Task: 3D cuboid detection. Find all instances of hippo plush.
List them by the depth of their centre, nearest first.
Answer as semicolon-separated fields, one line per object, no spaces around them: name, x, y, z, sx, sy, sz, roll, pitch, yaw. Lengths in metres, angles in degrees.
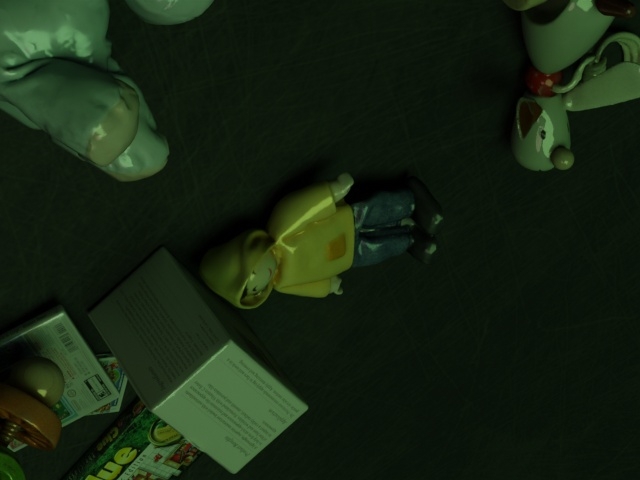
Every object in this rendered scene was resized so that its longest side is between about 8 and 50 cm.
hippo plush;-0.220;-0.217;1.400;0.294;0.234;0.236;32;87;-4

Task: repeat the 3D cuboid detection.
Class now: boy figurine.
boy figurine;0.000;0.000;1.780;0.285;0.092;0.177;-14;136;-28

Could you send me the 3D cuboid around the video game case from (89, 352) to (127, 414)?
video game case;-0.280;0.169;1.794;0.122;0.011;0.087;-4;127;-32

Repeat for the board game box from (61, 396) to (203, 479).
board game box;-0.241;0.289;1.914;0.259;0.030;0.136;-48;135;10

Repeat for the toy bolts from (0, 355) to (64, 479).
toy bolts;-0.400;0.156;1.633;0.228;0.218;0.158;47;58;-39

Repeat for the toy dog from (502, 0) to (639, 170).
toy dog;0.291;-0.205;1.745;0.220;0.161;0.333;-33;138;-5

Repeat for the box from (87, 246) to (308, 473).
box;-0.136;0.134;1.736;0.119;0.182;0.181;-42;138;1

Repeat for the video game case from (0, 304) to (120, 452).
video game case;-0.318;0.156;1.735;0.143;0.019;0.157;-27;133;-2
